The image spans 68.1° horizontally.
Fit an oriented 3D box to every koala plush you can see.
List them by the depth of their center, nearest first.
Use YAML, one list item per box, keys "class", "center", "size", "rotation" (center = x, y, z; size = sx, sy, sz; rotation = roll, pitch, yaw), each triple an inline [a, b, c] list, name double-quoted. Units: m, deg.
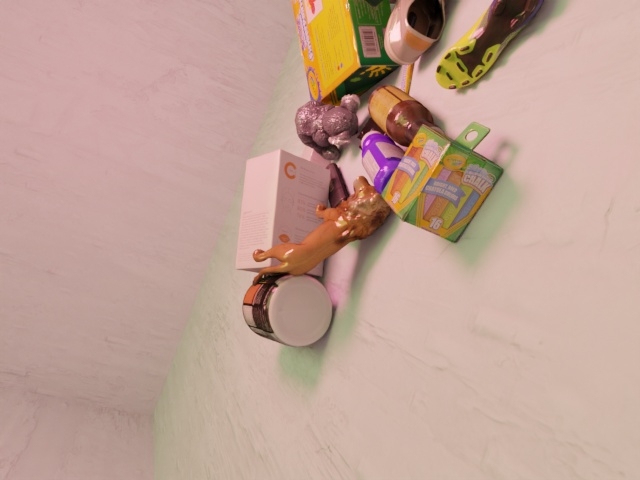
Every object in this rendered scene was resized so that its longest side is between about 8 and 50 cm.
- class: "koala plush"
  center: [0.043, -0.382, 1.564]
  size: [0.221, 0.204, 0.196]
  rotation: [17, 87, 57]

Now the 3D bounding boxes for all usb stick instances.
- class: "usb stick"
  center: [0.048, -0.167, 1.518]
  size: [0.077, 0.045, 0.278]
  rotation: [-59, 23, 26]

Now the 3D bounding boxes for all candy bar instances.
- class: "candy bar"
  center: [0.246, -0.469, 1.352]
  size: [0.040, 0.018, 0.161]
  rotation: [-27, 45, 60]

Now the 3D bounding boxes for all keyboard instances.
- class: "keyboard"
  center: [0.155, -0.308, 1.422]
  size: [0.108, 0.023, 0.180]
  rotation: [-57, 23, 14]

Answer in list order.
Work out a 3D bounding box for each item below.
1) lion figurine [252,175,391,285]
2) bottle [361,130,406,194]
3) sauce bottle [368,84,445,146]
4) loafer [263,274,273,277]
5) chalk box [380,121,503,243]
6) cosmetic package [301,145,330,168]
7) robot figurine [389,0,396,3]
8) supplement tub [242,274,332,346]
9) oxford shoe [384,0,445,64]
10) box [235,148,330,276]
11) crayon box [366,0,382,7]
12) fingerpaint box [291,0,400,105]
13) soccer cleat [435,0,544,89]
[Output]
- class: "lion figurine"
  center: [0.000, 0.000, 1.203]
  size: [0.392, 0.142, 0.240]
  rotation: [-44, 20, -12]
- class: "bottle"
  center: [0.161, -0.190, 1.160]
  size: [0.092, 0.118, 0.282]
  rotation: [-60, 24, 25]
- class: "sauce bottle"
  center: [0.205, -0.293, 1.157]
  size: [0.111, 0.112, 0.344]
  rotation: [-60, 22, 23]
- class: "loafer"
  center: [-0.105, 0.072, 1.596]
  size: [0.302, 0.109, 0.095]
  rotation: [-64, 26, 7]
- class: "chalk box"
  center: [0.237, -0.129, 0.900]
  size: [0.212, 0.132, 0.132]
  rotation: [-62, 23, 19]
- class: "cosmetic package"
  center: [-0.033, -0.247, 1.741]
  size: [0.117, 0.086, 0.230]
  rotation: [-6, 63, 67]
- class: "robot figurine"
  center: [0.247, -0.898, 1.499]
  size: [0.278, 0.174, 0.209]
  rotation: [124, 166, -53]
- class: "supplement tub"
  center: [-0.111, 0.195, 1.365]
  size: [0.316, 0.194, 0.193]
  rotation: [-10, 61, 66]
- class: "oxford shoe"
  center: [0.285, -0.697, 1.275]
  size: [0.130, 0.169, 0.448]
  rotation: [-3, 73, 64]
- class: "box"
  center: [-0.111, -0.069, 1.444]
  size: [0.168, 0.215, 0.344]
  rotation: [-7, 74, 44]
- class: "crayon box"
  center: [0.216, -0.788, 1.212]
  size: [0.319, 0.081, 0.202]
  rotation: [-31, 56, 35]
- class: "fingerpaint box"
  center: [0.069, -0.716, 1.568]
  size: [0.371, 0.163, 0.444]
  rotation: [-13, 88, 66]
- class: "soccer cleat"
  center: [0.355, -0.428, 0.991]
  size: [0.121, 0.093, 0.289]
  rotation: [-46, 0, -36]
